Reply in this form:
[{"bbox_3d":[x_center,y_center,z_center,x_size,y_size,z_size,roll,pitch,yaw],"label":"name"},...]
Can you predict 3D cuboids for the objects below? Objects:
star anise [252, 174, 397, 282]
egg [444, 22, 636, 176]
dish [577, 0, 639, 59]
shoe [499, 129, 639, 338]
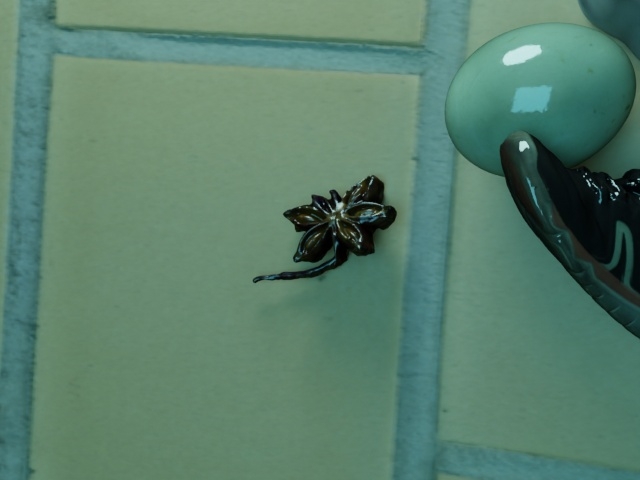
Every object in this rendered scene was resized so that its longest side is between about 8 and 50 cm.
[{"bbox_3d":[0.000,0.000,1.659,0.191,0.070,0.097,-21,58,22],"label":"star anise"},{"bbox_3d":[0.217,-0.139,1.521,0.192,0.149,0.149,-20,86,15],"label":"egg"},{"bbox_3d":[0.353,-0.278,1.499,0.229,0.081,0.229,1,93,20],"label":"dish"},{"bbox_3d":[0.289,-0.014,1.467,0.137,0.114,0.291,-45,120,8],"label":"shoe"}]
